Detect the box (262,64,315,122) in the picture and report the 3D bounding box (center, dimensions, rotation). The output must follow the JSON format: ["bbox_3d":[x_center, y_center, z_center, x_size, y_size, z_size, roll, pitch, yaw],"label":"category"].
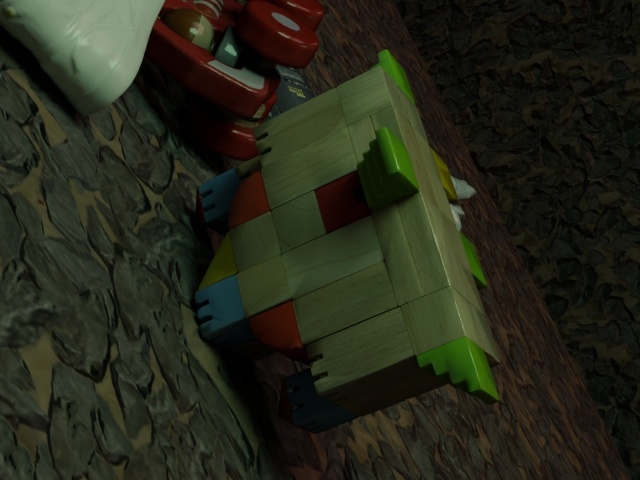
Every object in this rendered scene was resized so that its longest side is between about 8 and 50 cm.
[{"bbox_3d":[-0.078,-0.231,1.589,0.183,0.059,0.233,62,17,9],"label":"box"}]

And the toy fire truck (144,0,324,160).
[{"bbox_3d":[-0.146,-0.248,1.302,0.254,0.169,0.302,27,25,-11],"label":"toy fire truck"}]

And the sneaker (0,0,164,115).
[{"bbox_3d":[-0.242,-0.275,1.069,0.169,0.108,0.292,48,27,-35],"label":"sneaker"}]

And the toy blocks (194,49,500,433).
[{"bbox_3d":[-0.003,0.023,1.034,0.191,0.261,0.381,37,34,-56],"label":"toy blocks"}]

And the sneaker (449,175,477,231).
[{"bbox_3d":[0.076,-0.074,1.446,0.210,0.137,0.366,32,7,-12],"label":"sneaker"}]
